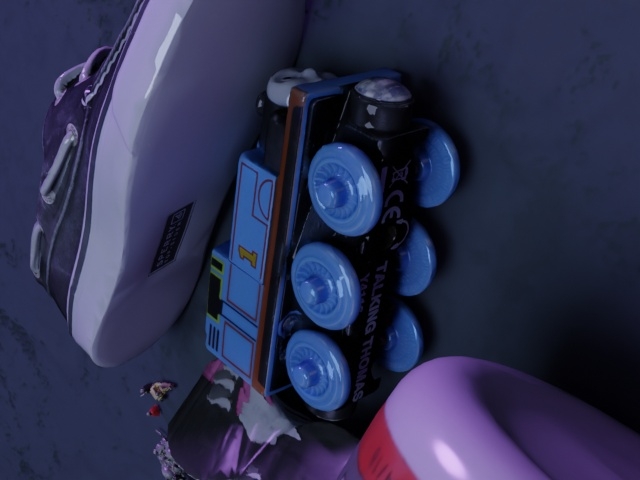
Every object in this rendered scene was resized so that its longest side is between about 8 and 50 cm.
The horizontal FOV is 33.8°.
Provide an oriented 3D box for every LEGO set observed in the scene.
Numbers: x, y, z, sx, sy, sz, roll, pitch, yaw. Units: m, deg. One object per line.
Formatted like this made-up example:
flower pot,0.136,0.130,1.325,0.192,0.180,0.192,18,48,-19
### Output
LEGO set,-0.102,0.135,0.699,0.054,0.023,0.083,-36,83,44

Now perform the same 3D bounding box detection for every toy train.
toy train,0.000,0.000,0.514,0.105,0.080,0.184,31,127,35

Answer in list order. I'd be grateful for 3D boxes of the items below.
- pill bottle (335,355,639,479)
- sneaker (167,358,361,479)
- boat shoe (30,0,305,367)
pill bottle,0.034,0.246,0.408,0.210,0.210,0.363,36,101,25
sneaker,-0.018,0.129,0.594,0.178,0.072,0.077,26,165,51
boat shoe,-0.100,-0.056,0.564,0.102,0.108,0.301,43,139,17
